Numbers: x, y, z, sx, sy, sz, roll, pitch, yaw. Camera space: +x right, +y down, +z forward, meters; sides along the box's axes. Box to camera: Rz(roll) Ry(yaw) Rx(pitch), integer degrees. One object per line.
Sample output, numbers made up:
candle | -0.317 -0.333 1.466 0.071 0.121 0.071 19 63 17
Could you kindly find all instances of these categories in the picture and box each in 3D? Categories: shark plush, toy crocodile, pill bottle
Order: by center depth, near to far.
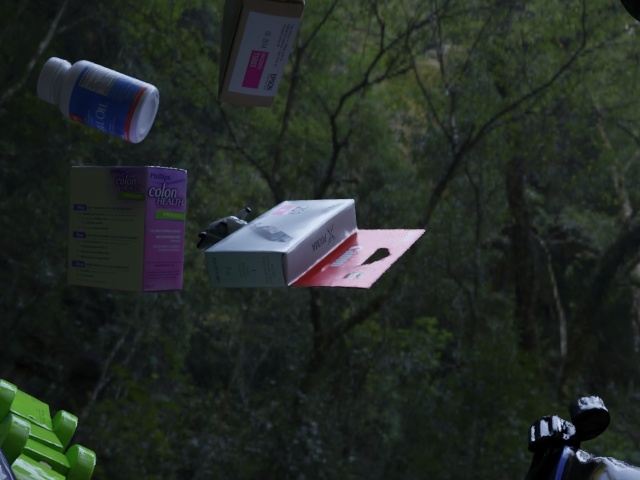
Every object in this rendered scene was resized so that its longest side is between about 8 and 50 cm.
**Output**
toy crocodile | -0.360 0.256 1.099 0.115 0.105 0.340 33 -5 -24
shark plush | -0.184 -0.002 1.671 0.161 0.073 0.067 -20 -81 34
pill bottle | -0.451 -0.290 1.837 0.221 0.124 0.124 20 -36 4

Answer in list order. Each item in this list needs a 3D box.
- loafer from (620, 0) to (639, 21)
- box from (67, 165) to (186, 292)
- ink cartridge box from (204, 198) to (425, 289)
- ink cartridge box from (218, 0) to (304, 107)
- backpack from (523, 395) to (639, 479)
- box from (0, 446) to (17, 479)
loafer | 0.161 -0.180 0.481 0.062 0.170 0.061 3 -24 -13
box | -0.387 -0.025 1.810 0.213 0.243 0.117 3 2 34
ink cartridge box | 0.000 0.000 1.337 0.238 0.275 0.060 -1 -73 24
ink cartridge box | -0.087 -0.338 1.312 0.088 0.193 0.235 6 -29 -13
backpack | 0.175 0.281 0.532 0.213 0.277 0.263 21 -31 19
box | -0.359 0.311 0.701 0.182 0.296 0.294 -18 -78 21
